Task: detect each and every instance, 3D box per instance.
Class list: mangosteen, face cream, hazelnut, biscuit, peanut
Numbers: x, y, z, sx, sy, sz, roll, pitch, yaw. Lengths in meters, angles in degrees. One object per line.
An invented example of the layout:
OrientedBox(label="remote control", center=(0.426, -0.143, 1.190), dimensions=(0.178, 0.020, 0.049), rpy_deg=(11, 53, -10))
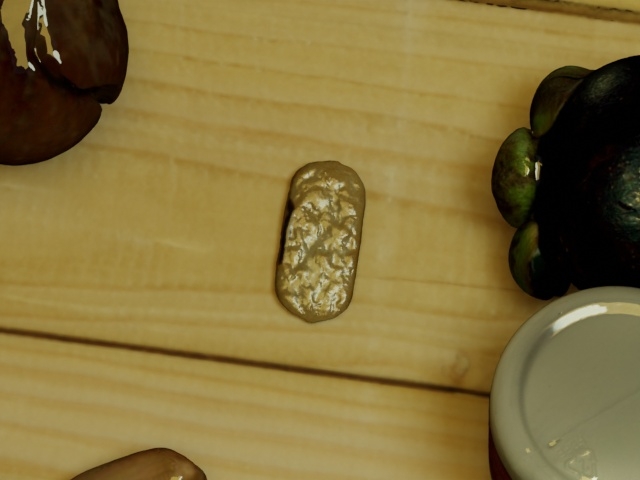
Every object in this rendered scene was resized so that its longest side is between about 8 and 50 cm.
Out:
OrientedBox(label="mangosteen", center=(0.260, -0.046, 1.454), dimensions=(0.243, 0.243, 0.243), rpy_deg=(0, 79, -3))
OrientedBox(label="face cream", center=(0.235, 0.159, 1.398), dimensions=(0.201, 0.187, 0.201), rpy_deg=(-2, 65, 4))
OrientedBox(label="hazelnut", center=(-0.269, -0.177, 1.453), dimensions=(0.218, 0.218, 0.234), rpy_deg=(-16, 83, -5))
OrientedBox(label="biscuit", center=(0.000, 0.000, 1.525), dimensions=(0.071, 0.018, 0.147), rpy_deg=(9, 78, -3))
OrientedBox(label="peanut", center=(-0.165, 0.221, 1.449), dimensions=(0.152, 0.076, 0.076), rpy_deg=(-21, 81, 6))
